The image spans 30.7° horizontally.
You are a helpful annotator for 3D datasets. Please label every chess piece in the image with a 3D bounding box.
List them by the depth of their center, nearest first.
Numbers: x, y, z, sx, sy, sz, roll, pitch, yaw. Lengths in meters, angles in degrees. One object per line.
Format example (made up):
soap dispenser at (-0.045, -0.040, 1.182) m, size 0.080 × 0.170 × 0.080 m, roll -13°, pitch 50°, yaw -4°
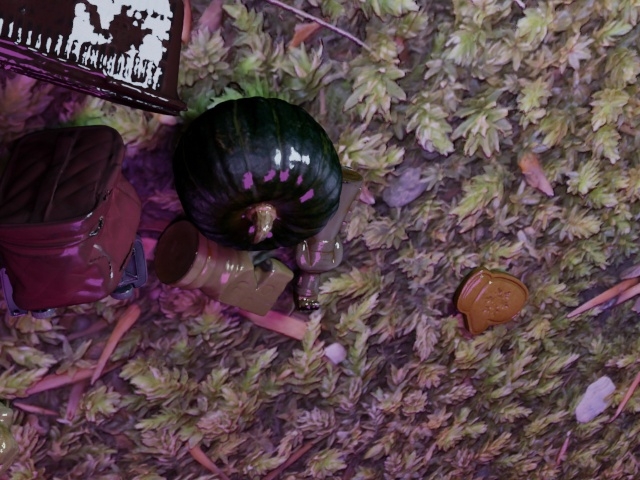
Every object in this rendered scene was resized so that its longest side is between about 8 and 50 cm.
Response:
chess piece at (-0.126, 0.045, 1.590) m, size 0.200 × 0.090 × 0.090 m, roll 25°, pitch 107°, yaw -45°

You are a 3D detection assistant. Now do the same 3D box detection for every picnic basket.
picnic basket at (-0.283, -0.233, 1.253) m, size 0.297 × 0.222 × 0.129 m, roll 15°, pitch 90°, yaw -34°

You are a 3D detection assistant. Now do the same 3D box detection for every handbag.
handbag at (-0.293, -0.034, 1.350) m, size 0.147 × 0.225 × 0.135 m, roll -5°, pitch 126°, yaw 8°

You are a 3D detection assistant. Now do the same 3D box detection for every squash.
squash at (-0.077, -0.080, 1.464) m, size 0.218 × 0.172 × 0.218 m, roll -12°, pitch 124°, yaw -18°

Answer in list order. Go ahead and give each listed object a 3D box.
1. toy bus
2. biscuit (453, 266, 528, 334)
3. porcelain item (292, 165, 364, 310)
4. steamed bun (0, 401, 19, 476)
toy bus at (-0.313, 0.027, 1.464) m, size 0.178 × 0.098 × 0.086 m, roll -13°, pitch 125°, yaw -16°
biscuit at (0.271, 0.102, 1.869) m, size 0.140 × 0.023 × 0.118 m, roll 11°, pitch 114°, yaw -34°
porcelain item at (0.000, 0.000, 1.636) m, size 0.084 × 0.054 × 0.213 m, roll 2°, pitch 119°, yaw -26°
steamed bun at (-0.500, 0.290, 1.532) m, size 0.192 × 0.106 × 0.177 m, roll 25°, pitch 105°, yaw -36°
